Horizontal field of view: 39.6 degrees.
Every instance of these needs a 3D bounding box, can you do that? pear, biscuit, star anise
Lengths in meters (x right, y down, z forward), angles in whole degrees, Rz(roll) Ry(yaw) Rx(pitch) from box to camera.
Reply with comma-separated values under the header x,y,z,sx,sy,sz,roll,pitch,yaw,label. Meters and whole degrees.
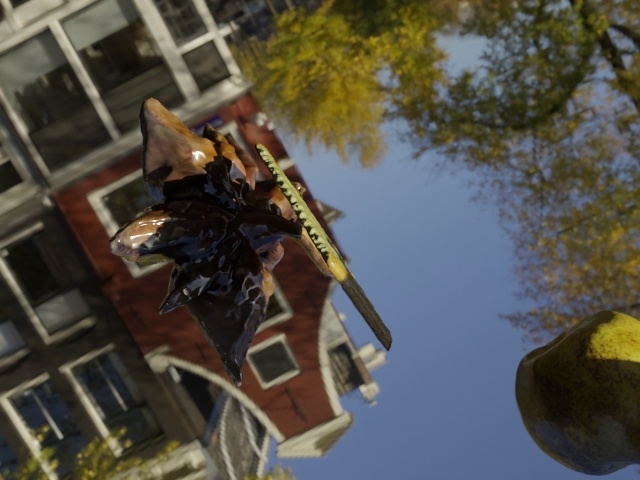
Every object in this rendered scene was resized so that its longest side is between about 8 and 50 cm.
x,y,z,sx,sy,sz,roll,pitch,yaw,label
0.340,0.191,1.073,0.197,0.197,0.197,-26,-166,7,pear
0.000,0.000,0.884,0.016,0.139,0.231,-35,-142,1,biscuit
-0.095,-0.010,0.997,0.109,0.349,0.292,-4,-138,40,star anise
